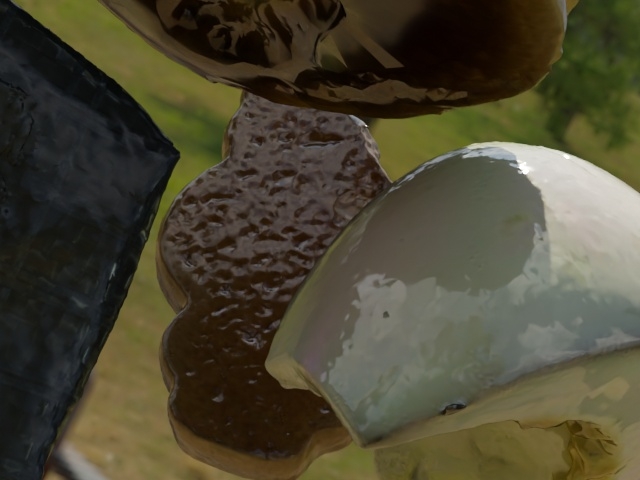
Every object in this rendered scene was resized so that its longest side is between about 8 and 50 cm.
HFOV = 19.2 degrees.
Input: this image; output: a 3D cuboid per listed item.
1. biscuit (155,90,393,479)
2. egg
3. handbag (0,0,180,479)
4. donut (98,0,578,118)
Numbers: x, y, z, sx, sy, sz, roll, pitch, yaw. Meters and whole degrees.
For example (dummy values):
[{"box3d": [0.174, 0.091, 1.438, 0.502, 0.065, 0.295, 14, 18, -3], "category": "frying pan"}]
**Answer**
[{"box3d": [-0.009, -0.002, 1.147, 0.183, 0.320, 0.047, -2, -30, -6], "category": "biscuit"}, {"box3d": [0.093, 0.041, 0.931, 0.162, 0.206, 0.271, 67, 11, 26], "category": "egg"}, {"box3d": [-0.180, 0.007, 0.873, 0.175, 0.270, 0.088, 26, -12, -22], "category": "handbag"}, {"box3d": [-0.013, -0.188, 0.879, 0.330, 0.160, 0.330, 28, -30, 18], "category": "donut"}]
